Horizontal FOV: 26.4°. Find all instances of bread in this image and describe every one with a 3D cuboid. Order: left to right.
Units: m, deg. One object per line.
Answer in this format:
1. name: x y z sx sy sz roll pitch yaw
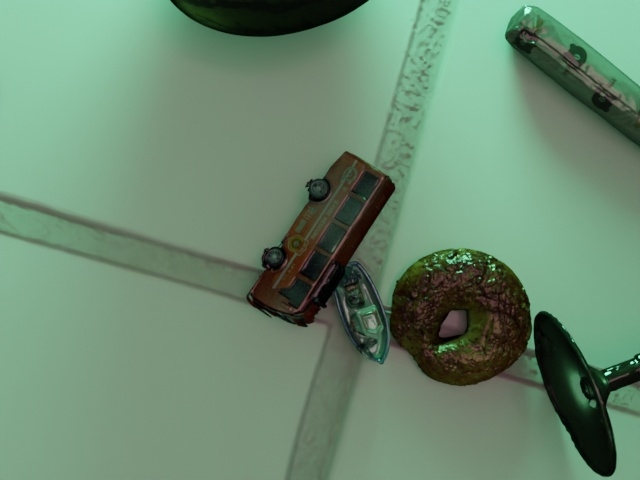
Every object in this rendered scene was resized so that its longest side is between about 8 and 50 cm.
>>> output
1. bread: 0.186 0.098 1.789 0.193 0.064 0.193 0 90 -5

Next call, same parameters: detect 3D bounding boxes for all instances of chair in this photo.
1. chair: 0.497 0.126 1.741 0.401 0.226 0.226 -20 89 -8

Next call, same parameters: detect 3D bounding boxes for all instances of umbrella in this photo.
1. umbrella: 0.389 -0.195 1.823 0.337 0.073 0.067 37 115 -4

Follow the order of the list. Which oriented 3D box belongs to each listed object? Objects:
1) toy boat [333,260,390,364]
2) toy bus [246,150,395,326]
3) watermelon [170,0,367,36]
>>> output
1. toy boat: 0.056 0.095 1.771 0.059 0.066 0.140 -20 90 -11
2. toy bus: 0.000 0.000 1.751 0.096 0.073 0.235 29 85 22
3. watermelon: -0.038 -0.397 1.683 0.359 0.279 0.279 -21 90 -9
